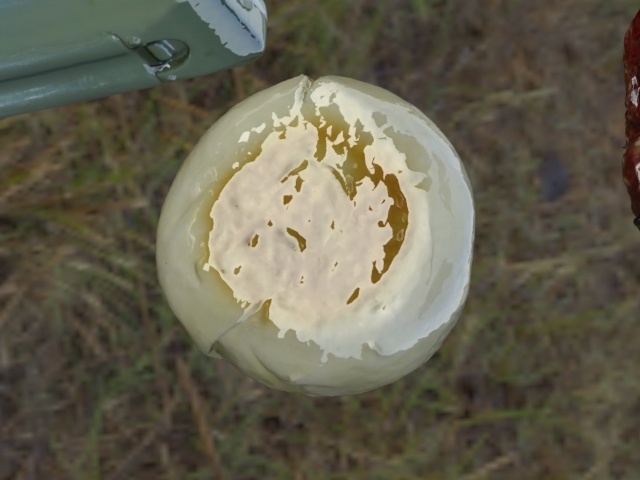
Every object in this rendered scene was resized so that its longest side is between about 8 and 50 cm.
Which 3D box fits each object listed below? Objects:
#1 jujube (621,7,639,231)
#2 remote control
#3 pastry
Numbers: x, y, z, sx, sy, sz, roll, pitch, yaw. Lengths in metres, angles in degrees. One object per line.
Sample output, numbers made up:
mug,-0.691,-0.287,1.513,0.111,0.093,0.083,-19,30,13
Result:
jujube,0.224,-0.081,1.122,0.104,0.104,0.166,8,96,-55
remote control,-0.201,-0.108,1.081,0.128,0.335,0.065,42,43,-58
pastry,0.000,0.000,0.891,0.092,0.156,0.156,52,35,-80
